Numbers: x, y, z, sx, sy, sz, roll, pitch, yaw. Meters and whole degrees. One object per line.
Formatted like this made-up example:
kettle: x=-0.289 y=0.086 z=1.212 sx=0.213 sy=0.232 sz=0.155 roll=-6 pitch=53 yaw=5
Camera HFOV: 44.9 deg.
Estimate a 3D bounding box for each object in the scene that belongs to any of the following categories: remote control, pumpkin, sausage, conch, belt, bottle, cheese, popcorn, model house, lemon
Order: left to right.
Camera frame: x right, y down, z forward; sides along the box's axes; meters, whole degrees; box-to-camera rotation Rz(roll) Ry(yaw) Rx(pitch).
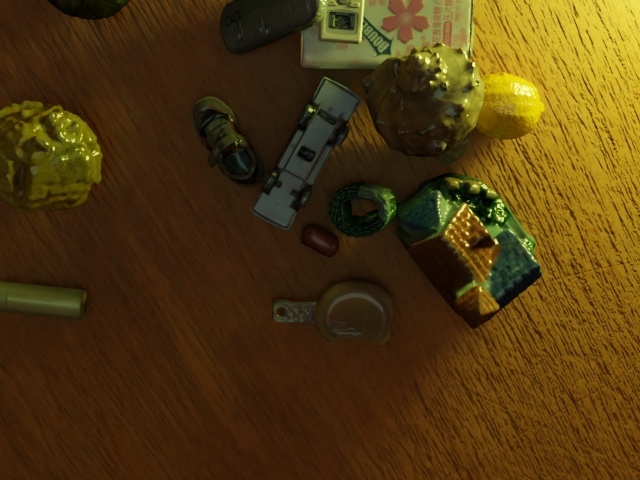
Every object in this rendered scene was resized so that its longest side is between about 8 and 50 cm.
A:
popcorn: x=-0.589 y=-0.179 z=1.627 sx=0.225 sy=0.249 sz=0.249 roll=39 pitch=102 yaw=27
bottle: x=-0.643 y=0.138 z=1.777 sx=0.202 sy=0.072 sz=0.072 roll=6 pitch=104 yaw=-3
pumpkin: x=-0.473 y=-0.560 z=1.566 sx=0.224 sy=0.157 sz=0.223 roll=3 pitch=106 yaw=9
sausage: x=0.000 y=0.000 z=1.766 sx=0.094 sy=0.059 sz=0.054 roll=27 pitch=89 yaw=-3
cheese: x=0.030 y=0.170 z=1.801 sx=0.287 sy=0.082 sz=0.163 roll=0 pitch=103 yaw=1
remote control: x=0.046 y=-0.493 z=1.552 sx=0.088 sy=0.029 sz=0.189 roll=5 pitch=96 yaw=-3
belt: x=0.092 y=-0.069 z=1.715 sx=0.152 sy=0.079 sz=0.121 roll=-4 pitch=101 yaw=23
conch: x=0.206 y=-0.258 z=1.594 sx=0.263 sy=0.186 sz=0.324 roll=13 pitch=140 yaw=30
model house: x=0.324 y=0.026 z=1.645 sx=0.252 sy=0.329 sz=0.294 roll=-36 pitch=104 yaw=11
lemon: x=0.388 y=-0.289 z=1.663 sx=0.187 sy=0.142 sz=0.142 roll=12 pitch=103 yaw=1

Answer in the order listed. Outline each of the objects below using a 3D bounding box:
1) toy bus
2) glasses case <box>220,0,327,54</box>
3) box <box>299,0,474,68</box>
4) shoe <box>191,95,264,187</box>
toy bus: x=-0.033 y=-0.190 z=1.678 sx=0.109 sy=0.136 sz=0.329 roll=28 pitch=101 yaw=-10
glasses case: x=-0.101 y=-0.462 z=1.576 sx=0.283 sy=0.067 sz=0.109 roll=-9 pitch=93 yaw=42
box: x=0.140 y=-0.453 z=1.631 sx=0.370 sy=0.112 sz=0.190 roll=-1 pitch=105 yaw=-1
shoe: x=-0.207 y=-0.204 z=1.677 sx=0.099 sy=0.125 sz=0.227 roll=-32 pitch=104 yaw=9
